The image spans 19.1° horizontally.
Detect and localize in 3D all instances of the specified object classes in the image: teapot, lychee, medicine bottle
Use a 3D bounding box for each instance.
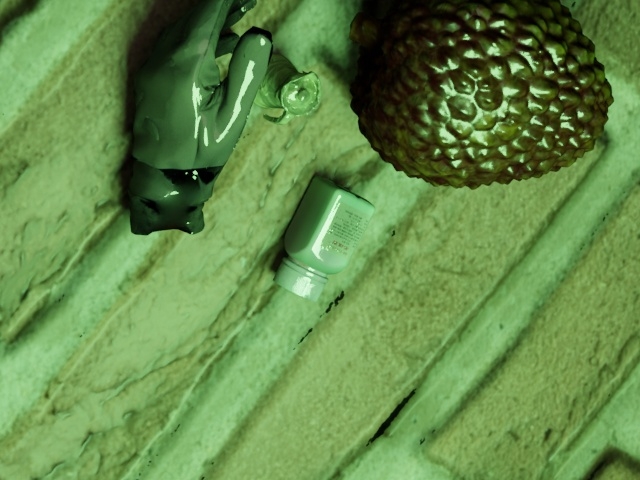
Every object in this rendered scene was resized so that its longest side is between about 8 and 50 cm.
[{"bbox_3d":[-0.035,-0.147,1.883,0.057,0.083,0.067,17,94,-30],"label":"teapot"},{"bbox_3d":[0.154,-0.159,1.865,0.271,0.236,0.236,16,97,-5],"label":"lychee"},{"bbox_3d":[0.000,0.000,1.939,0.055,0.074,0.118,26,93,-26],"label":"medicine bottle"}]

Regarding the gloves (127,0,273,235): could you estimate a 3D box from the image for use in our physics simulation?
[{"bbox_3d":[-0.117,-0.133,1.832,0.119,0.142,0.286,11,99,-52],"label":"gloves"}]
